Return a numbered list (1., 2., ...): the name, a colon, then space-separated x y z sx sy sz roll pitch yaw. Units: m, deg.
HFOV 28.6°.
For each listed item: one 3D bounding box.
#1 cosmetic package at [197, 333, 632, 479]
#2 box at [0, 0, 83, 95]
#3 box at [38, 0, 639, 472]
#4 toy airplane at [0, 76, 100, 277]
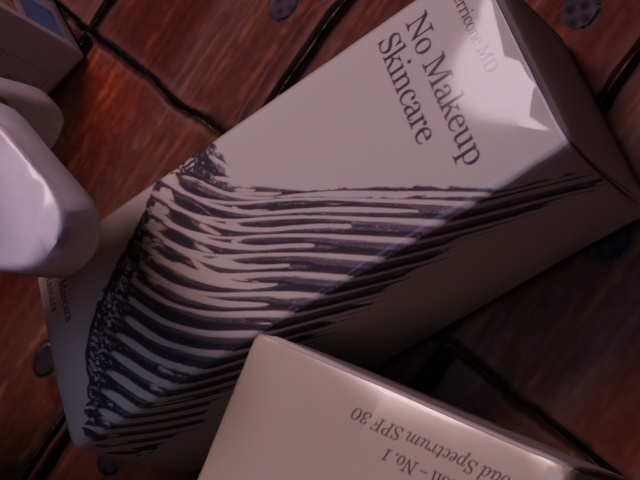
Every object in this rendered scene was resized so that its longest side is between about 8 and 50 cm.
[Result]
1. cosmetic package: 0.002 0.213 0.508 0.160 0.113 0.309 18 84 37
2. box: -0.262 -0.149 0.754 0.103 0.203 0.114 -43 55 15
3. box: 0.000 0.000 0.591 0.275 0.094 0.113 -34 57 22
4. toy airplane: -0.260 0.069 0.555 0.386 0.272 0.384 -8 93 50
